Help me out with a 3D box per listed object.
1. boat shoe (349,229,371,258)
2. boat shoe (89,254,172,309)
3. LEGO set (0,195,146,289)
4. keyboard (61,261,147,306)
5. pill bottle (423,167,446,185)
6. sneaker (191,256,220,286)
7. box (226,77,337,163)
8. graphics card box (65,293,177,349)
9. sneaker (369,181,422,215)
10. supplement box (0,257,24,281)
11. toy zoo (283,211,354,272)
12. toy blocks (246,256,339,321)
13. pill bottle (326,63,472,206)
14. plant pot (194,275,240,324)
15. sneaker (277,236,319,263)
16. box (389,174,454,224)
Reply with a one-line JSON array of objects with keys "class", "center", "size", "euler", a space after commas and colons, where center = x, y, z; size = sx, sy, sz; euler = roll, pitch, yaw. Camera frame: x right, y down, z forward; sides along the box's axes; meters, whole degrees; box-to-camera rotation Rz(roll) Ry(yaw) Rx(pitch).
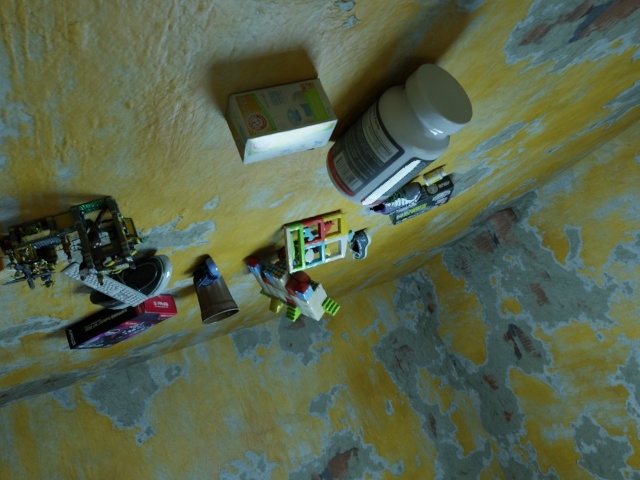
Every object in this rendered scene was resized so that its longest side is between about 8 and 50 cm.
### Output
[{"class": "boat shoe", "center": [0.182, 0.031, 2.543], "size": [0.079, 0.095, 0.254], "euler": [-21, 164, -14]}, {"class": "boat shoe", "center": [-0.619, 0.148, 1.722], "size": [0.335, 0.121, 0.119], "euler": [-32, 161, 27]}, {"class": "LEGO set", "center": [-0.582, 0.049, 1.295], "size": [0.331, 0.192, 0.255], "euler": [-16, 164, -23]}, {"class": "keyboard", "center": [-0.654, 0.139, 1.622], "size": [0.072, 0.014, 0.256], "euler": [-33, 133, 23]}, {"class": "pill bottle", "center": [0.442, -0.248, 2.056], "size": [0.083, 0.043, 0.043], "euler": [-26, 165, 14]}, {"class": "sneaker", "center": [-0.436, 0.130, 2.005], "size": [0.090, 0.081, 0.232], "euler": [-26, 168, -19]}, {"class": "box", "center": [-0.085, -0.254, 1.132], "size": [0.203, 0.114, 0.103], "euler": [-16, 163, -19]}, {"class": "graphics card box", "center": [-0.794, 0.325, 2.136], "size": [0.371, 0.094, 0.233], "euler": [-25, 165, 10]}, {"class": "sneaker", "center": [0.297, -0.159, 2.089], "size": [0.098, 0.083, 0.224], "euler": [-1, 155, -43]}, {"class": "supplement box", "center": [-0.805, 0.078, 1.371], "size": [0.062, 0.036, 0.098], "euler": [-25, 165, 10]}, {"class": "toy zoo", "center": [0.000, 0.000, 2.057], "size": [0.293, 0.030, 0.192], "euler": [-17, 120, -24]}, {"class": "toy blocks", "center": [-0.132, 0.173, 2.167], "size": [0.191, 0.381, 0.261], "euler": [-52, 142, -24]}, {"class": "pill bottle", "center": [0.191, -0.256, 1.342], "size": [0.210, 0.210, 0.363], "euler": [-10, 161, -40]}, {"class": "plant pot", "center": [-0.443, 0.246, 2.235], "size": [0.167, 0.165, 0.167], "euler": [-21, 165, -6]}, {"class": "sneaker", "center": [-0.075, 0.045, 2.233], "size": [0.225, 0.088, 0.093], "euler": [-19, -178, 19]}, {"class": "box", "center": [0.427, -0.168, 2.282], "size": [0.270, 0.060, 0.216], "euler": [-23, 166, -1]}]
